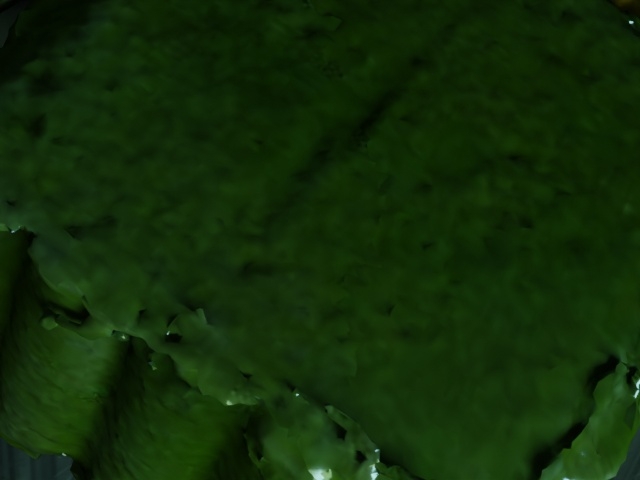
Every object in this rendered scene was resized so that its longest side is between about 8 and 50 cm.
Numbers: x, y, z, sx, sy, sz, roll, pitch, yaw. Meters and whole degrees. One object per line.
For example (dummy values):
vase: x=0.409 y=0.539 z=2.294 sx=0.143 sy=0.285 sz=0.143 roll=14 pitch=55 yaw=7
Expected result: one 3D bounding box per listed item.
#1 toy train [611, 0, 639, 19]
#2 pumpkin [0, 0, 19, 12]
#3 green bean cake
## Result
toy train: x=0.261 y=-0.152 z=0.964 sx=0.429 sy=0.178 sz=0.249 roll=0 pitch=150 yaw=-31
pumpkin: x=-0.191 y=-0.158 z=0.680 sx=0.224 sy=0.157 sz=0.223 roll=-16 pitch=165 yaw=-4
green bean cake: x=0.000 y=0.000 z=0.799 sx=0.319 sy=0.335 sz=0.218 roll=-44 pitch=168 yaw=-33
